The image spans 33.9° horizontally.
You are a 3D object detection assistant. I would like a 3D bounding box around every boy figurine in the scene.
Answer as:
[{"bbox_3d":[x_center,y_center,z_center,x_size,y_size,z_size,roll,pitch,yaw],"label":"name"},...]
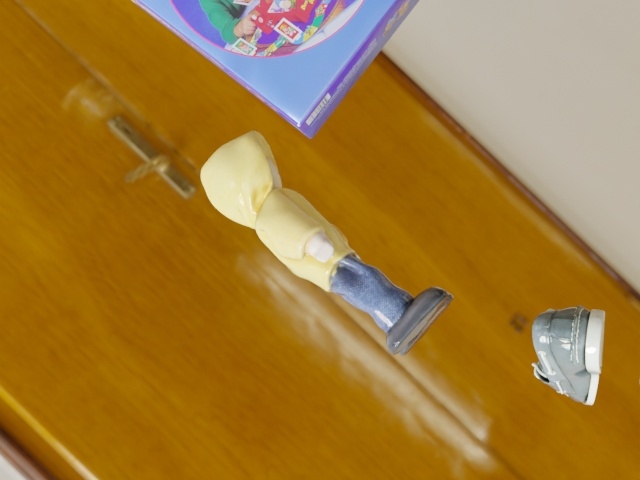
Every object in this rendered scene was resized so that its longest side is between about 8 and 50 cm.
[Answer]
[{"bbox_3d":[0.000,0.000,1.073,0.092,0.285,0.177,-49,163,4],"label":"boy figurine"}]

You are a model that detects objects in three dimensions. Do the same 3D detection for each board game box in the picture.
[{"bbox_3d":[0.004,-0.295,0.885,0.347,0.233,0.078,-52,173,2],"label":"board game box"}]

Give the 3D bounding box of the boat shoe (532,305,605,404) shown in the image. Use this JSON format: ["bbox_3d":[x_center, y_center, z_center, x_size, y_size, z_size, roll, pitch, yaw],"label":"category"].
[{"bbox_3d":[0.361,0.166,1.539,0.319,0.099,0.116,56,41,-68],"label":"boat shoe"}]
